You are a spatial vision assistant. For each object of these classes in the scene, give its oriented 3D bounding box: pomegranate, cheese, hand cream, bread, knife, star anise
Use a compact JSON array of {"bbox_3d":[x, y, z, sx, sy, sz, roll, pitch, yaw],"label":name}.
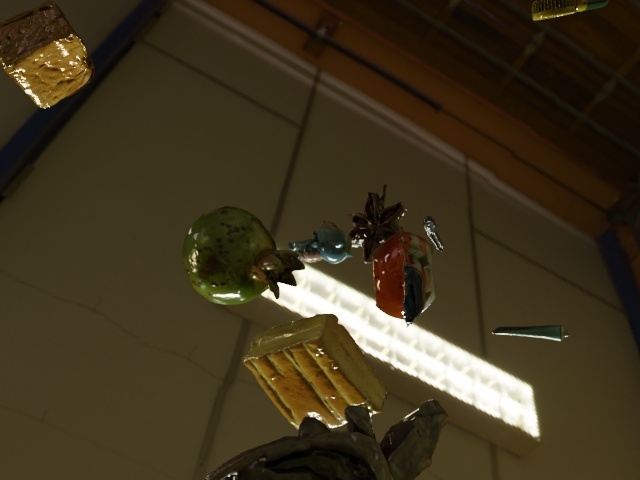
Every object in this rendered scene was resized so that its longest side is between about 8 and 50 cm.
[{"bbox_3d":[-0.171,0.058,1.615,0.286,0.231,0.231,31,-150,21],"label":"pomegranate"},{"bbox_3d":[0.172,0.083,1.476,0.129,0.217,0.329,-5,-174,4],"label":"cheese"},{"bbox_3d":[0.635,0.276,2.194,0.083,0.224,0.048,-12,-80,-62],"label":"hand cream"},{"bbox_3d":[-0.539,-0.365,1.413,0.158,0.143,0.149,-37,-114,-12],"label":"bread"},{"bbox_3d":[0.301,-0.017,1.920,0.121,0.031,0.018,56,-160,-36],"label":"knife"},{"bbox_3d":[0.031,0.315,0.811,0.316,0.139,0.359,41,-109,1],"label":"star anise"},{"bbox_3d":[0.180,-0.035,2.245,0.126,0.220,0.190,34,-162,-53],"label":"star anise"},{"bbox_3d":[-0.007,0.294,1.575,0.246,0.239,0.111,56,-142,-16],"label":"bread"}]

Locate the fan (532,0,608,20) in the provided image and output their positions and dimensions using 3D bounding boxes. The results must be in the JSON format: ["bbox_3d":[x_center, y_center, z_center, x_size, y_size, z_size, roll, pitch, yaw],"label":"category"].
[{"bbox_3d":[0.484,-0.459,1.407,0.155,0.039,0.082,-12,-168,-12],"label":"fan"}]

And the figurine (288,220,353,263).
[{"bbox_3d":[0.002,0.000,2.009,0.114,0.178,0.144,55,-149,-46],"label":"figurine"}]
